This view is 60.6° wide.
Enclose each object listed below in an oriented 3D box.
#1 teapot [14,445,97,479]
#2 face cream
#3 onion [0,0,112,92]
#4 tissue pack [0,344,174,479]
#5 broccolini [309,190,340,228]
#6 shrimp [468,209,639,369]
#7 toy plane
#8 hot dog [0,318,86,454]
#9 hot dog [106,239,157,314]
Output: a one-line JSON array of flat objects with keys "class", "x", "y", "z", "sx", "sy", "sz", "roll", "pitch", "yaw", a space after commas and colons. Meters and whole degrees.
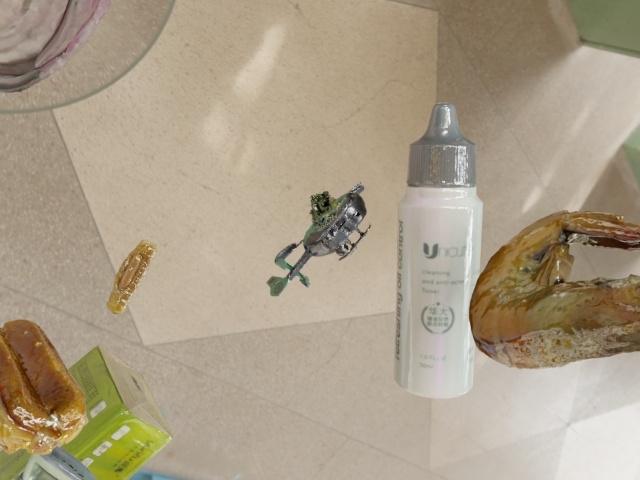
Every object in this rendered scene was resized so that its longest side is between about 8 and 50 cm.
[{"class": "teapot", "x": -0.315, "y": 0.317, "z": 0.650, "sx": 0.111, "sy": 0.108, "sz": 0.149, "roll": 94, "pitch": 22, "yaw": -79}, {"class": "face cream", "x": 0.128, "y": 0.011, "z": 0.593, "sx": 0.092, "sy": 0.092, "sz": 0.311, "roll": -6, "pitch": 104, "yaw": -29}, {"class": "onion", "x": -0.215, "y": -0.261, "z": 0.338, "sx": 0.267, "sy": 0.349, "sz": 0.159, "roll": 46, "pitch": 46, "yaw": -38}, {"class": "tissue pack", "x": -0.450, "y": 0.372, "z": 1.019, "sx": 0.275, "sy": 0.200, "sz": 0.167, "roll": -40, "pitch": 138, "yaw": -9}, {"class": "broccolini", "x": 0.005, "y": -0.065, "z": 1.059, "sx": 0.058, "sy": 0.201, "sz": 0.073, "roll": -18, "pitch": 88, "yaw": -1}, {"class": "shrimp", "x": 0.209, "y": 0.037, "z": 0.431, "sx": 0.068, "sy": 0.249, "sz": 0.150, "roll": 27, "pitch": 76, "yaw": -22}, {"class": "toy plane", "x": 0.000, "y": 0.000, "z": 1.403, "sx": 0.106, "sy": 0.155, "sz": 0.381, "roll": 39, "pitch": 89, "yaw": -31}, {"class": "hot dog", "x": -0.238, "y": 0.110, "z": 0.435, "sx": 0.071, "sy": 0.165, "sz": 0.045, "roll": 16, "pitch": 100, "yaw": -46}, {"class": "hot dog", "x": -0.324, "y": 0.061, "z": 0.928, "sx": 0.044, "sy": 0.028, "sz": 0.137, "roll": 30, "pitch": 89, "yaw": 4}]
